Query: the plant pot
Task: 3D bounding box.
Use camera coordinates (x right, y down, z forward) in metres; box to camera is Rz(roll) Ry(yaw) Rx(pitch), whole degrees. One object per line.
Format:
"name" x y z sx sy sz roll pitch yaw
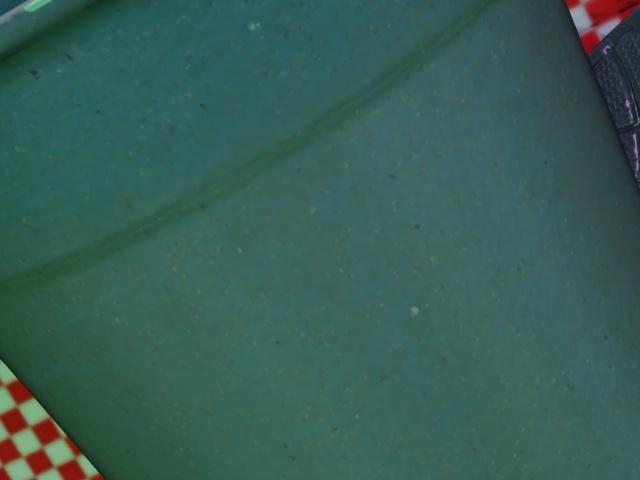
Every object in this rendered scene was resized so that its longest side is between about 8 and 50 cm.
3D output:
"plant pot" 0.000 0.000 0.627 0.341 0.341 0.334 -27 108 15

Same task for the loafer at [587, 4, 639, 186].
"loafer" 0.246 -0.123 0.723 0.302 0.095 0.109 -39 67 13
